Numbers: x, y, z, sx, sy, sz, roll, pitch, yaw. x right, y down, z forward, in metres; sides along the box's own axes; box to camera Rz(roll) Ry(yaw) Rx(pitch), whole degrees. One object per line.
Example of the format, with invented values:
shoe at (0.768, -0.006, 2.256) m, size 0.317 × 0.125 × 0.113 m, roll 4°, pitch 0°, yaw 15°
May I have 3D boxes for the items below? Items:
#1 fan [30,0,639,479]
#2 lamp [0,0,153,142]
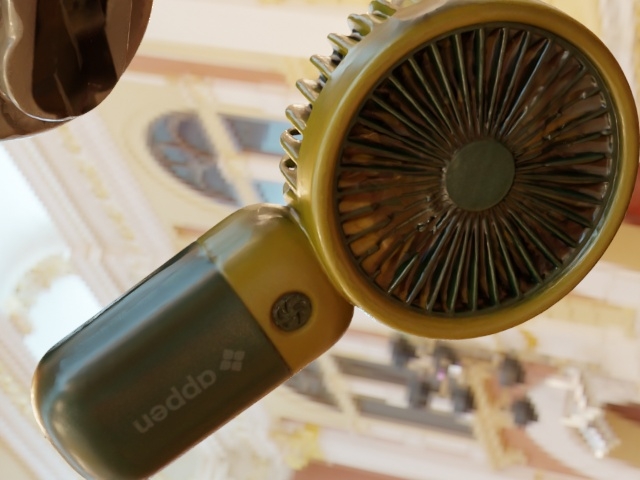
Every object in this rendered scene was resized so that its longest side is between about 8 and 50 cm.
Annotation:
fan at (0.000, 0.000, 0.379) m, size 0.155 × 0.039 × 0.082 m, roll -35°, pitch -60°, yaw -6°
lamp at (-0.184, -0.098, 0.621) m, size 0.246 × 0.108 × 0.179 m, roll -9°, pitch -52°, yaw -28°
